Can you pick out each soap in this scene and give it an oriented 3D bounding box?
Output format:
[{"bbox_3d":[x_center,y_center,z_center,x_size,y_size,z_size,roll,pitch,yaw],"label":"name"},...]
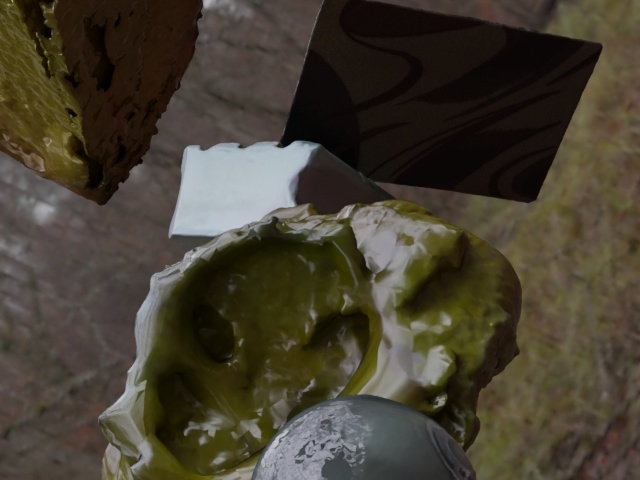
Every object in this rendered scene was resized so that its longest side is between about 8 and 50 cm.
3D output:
[{"bbox_3d":[0.000,0.000,1.543,0.347,0.208,0.115,30,-112,-50],"label":"soap"}]

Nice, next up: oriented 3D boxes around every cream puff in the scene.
[{"bbox_3d":[-0.019,0.078,0.787,0.282,0.185,0.282,-30,30,19],"label":"cream puff"}]

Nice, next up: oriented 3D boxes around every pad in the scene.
[{"bbox_3d":[0.130,-0.149,1.481,0.004,0.330,0.220,-108,30,-53],"label":"pad"}]

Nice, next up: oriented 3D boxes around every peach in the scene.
[{"bbox_3d":[-0.089,-0.096,0.424,0.092,0.127,0.172,-60,-38,-23],"label":"peach"}]

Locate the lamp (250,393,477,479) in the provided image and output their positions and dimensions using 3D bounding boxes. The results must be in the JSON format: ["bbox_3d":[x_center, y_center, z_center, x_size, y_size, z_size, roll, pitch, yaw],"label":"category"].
[{"bbox_3d":[0.019,0.120,0.578,0.105,0.105,0.105,25,-90,-90],"label":"lamp"}]
